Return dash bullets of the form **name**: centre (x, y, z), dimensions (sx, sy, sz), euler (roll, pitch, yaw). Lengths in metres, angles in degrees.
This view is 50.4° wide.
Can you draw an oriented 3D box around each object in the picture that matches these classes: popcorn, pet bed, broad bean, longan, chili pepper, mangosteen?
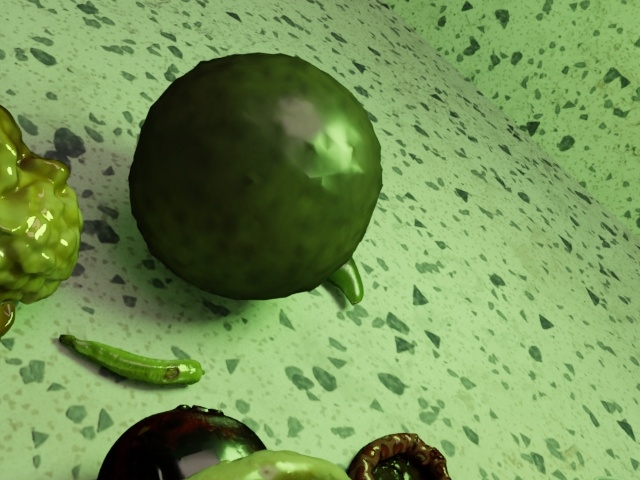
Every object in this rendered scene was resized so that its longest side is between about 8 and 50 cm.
- **popcorn**: centre (-0.413, -0.010, 0.810), dimensions (0.265, 0.225, 0.332), euler (22, 43, -56)
- **pet bed**: centre (0.128, 0.380, 1.017), dimensions (0.201, 0.053, 0.201), euler (21, 41, -19)
- **broad bean**: centre (0.002, -0.005, 1.335), dimensions (0.075, 0.067, 0.325), euler (12, 43, -48)
- **longan**: centre (-0.096, -0.096, 1.063), dimensions (0.391, 0.391, 0.391), euler (26, 36, -20)
- **chili pepper**: centre (-0.246, 0.166, 0.916), dimensions (0.208, 0.043, 0.049), euler (20, 50, -26)
- **mangosteen**: centre (-0.147, 0.283, 0.742), dimensions (0.209, 0.210, 0.210), euler (26, 36, -20)

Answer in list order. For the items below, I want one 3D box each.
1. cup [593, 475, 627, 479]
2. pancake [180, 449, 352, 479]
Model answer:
- **cup**: centre (0.610, 0.520, 1.276), dimensions (0.141, 0.173, 0.134), euler (12, 73, -37)
- **pancake**: centre (-0.064, 0.389, 0.647), dimensions (0.386, 0.082, 0.387), euler (1, 89, -40)
